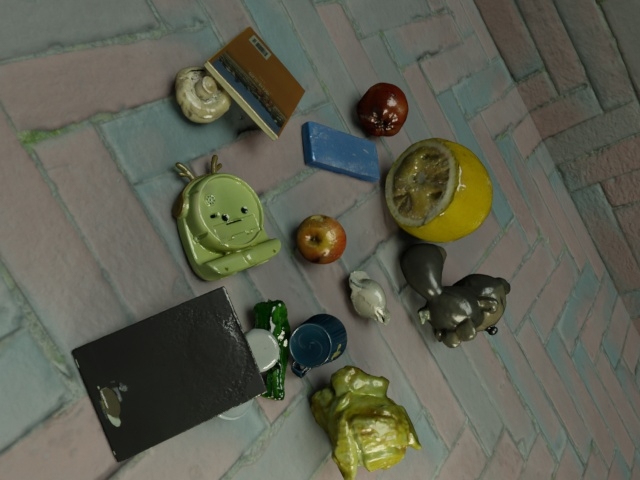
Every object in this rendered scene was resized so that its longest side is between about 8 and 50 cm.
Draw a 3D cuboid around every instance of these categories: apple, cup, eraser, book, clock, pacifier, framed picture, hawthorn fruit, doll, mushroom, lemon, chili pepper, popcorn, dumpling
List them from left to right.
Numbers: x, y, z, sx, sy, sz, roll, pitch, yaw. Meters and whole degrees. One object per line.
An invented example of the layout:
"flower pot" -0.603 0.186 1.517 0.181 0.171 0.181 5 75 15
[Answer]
"framed picture" -0.301 0.267 1.078 0.323 0.013 0.244 -22 90 -13
"mushroom" -0.305 -0.381 1.362 0.154 0.122 0.154 8 73 -28
"clock" -0.246 -0.067 1.314 0.235 0.096 0.308 -22 89 -44
"pacifier" -0.183 0.247 1.181 0.227 0.207 0.279 -20 89 -62
"book" -0.170 -0.458 1.505 0.262 0.028 0.374 47 31 -20
"chili pepper" -0.118 0.272 1.314 0.099 0.083 0.254 10 74 -60
"cup" -0.019 0.274 1.342 0.131 0.177 0.155 31 2 13
"apple" 0.000 0.000 1.480 0.146 0.146 0.147 17 63 -38
"eraser" 0.074 -0.286 1.728 0.311 0.042 0.144 9 69 -40
"popcorn" 0.111 0.467 1.366 0.225 0.276 0.277 -24 91 -8
"dumpling" 0.149 0.171 1.590 0.188 0.108 0.127 53 19 4
"hawthorn fruit" 0.226 -0.467 1.845 0.185 0.185 0.202 40 47 -25
"lemon" 0.425 -0.155 1.800 0.364 0.364 0.364 17 63 -38
"doll" 0.482 0.155 1.803 0.382 0.252 0.379 -19 88 -51
